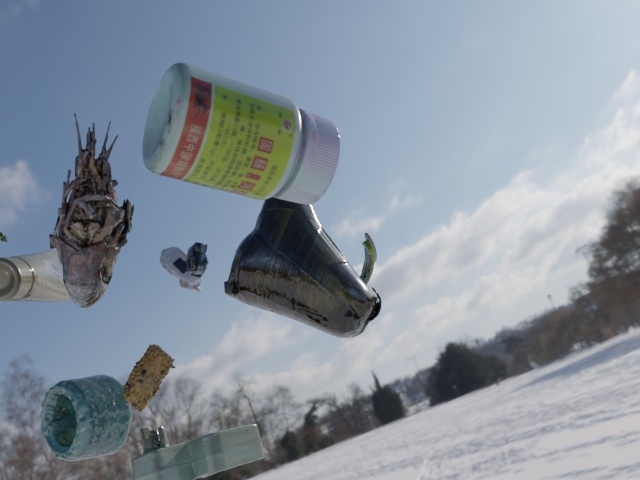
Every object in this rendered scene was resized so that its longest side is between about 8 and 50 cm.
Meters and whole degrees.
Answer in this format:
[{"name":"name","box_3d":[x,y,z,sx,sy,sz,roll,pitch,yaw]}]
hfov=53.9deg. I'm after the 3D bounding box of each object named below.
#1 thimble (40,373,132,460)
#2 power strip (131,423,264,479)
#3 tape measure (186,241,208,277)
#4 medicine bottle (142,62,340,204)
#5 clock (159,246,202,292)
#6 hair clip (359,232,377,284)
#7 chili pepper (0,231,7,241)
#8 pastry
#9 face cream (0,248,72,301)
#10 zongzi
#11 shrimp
[{"name":"thimble","box_3d":[-0.585,0.438,1.557,0.235,0.199,0.143,-23,-17,39]},{"name":"power strip","box_3d":[-0.291,0.467,1.389,0.229,0.141,0.261,-28,-20,32]},{"name":"tape measure","box_3d":[-0.349,0.053,1.778,0.054,0.091,0.094,4,-32,-24]},{"name":"medicine bottle","box_3d":[-0.100,-0.128,0.804,0.225,0.139,0.139,12,-35,-30]},{"name":"clock","box_3d":[-0.473,0.101,2.139,0.080,0.176,0.117,-43,-13,-23]},{"name":"hair clip","box_3d":[0.140,0.065,1.853,0.033,0.060,0.189,-12,-47,-20]},{"name":"chili pepper","box_3d":[-0.736,-0.029,1.419,0.022,0.083,0.027,-38,9,-32]},{"name":"pastry","box_3d":[-0.389,0.307,1.414,0.140,0.080,0.056,-53,2,-12]},{"name":"face cream","box_3d":[-0.597,0.077,1.326,0.084,0.138,0.341,-23,-1,-2]},{"name":"zongzi","box_3d":[0.000,0.000,1.583,0.433,0.403,0.208,-68,-25,-7]},{"name":"shrimp","box_3d":[-0.407,-0.046,1.107,0.116,0.344,0.145,9,13,10]}]
